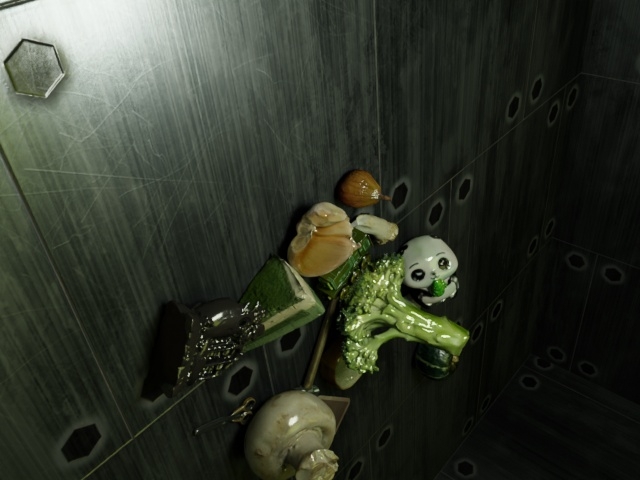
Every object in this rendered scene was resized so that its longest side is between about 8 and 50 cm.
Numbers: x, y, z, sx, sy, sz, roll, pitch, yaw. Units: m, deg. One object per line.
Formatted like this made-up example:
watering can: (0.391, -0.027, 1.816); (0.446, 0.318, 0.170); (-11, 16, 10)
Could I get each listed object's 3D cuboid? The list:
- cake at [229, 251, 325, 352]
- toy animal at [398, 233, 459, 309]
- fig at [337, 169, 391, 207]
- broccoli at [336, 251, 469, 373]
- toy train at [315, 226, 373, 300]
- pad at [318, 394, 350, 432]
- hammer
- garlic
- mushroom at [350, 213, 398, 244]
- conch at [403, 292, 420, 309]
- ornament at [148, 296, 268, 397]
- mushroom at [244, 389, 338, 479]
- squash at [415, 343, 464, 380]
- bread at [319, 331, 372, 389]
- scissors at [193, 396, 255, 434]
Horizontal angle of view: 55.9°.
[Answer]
cake: (-0.124, 0.206, 1.585); (0.283, 0.172, 0.158); (-53, 142, -13)
toy animal: (0.389, 0.113, 2.162); (0.212, 0.213, 0.266); (-53, 147, -17)
fig: (0.129, -0.136, 1.739); (0.119, 0.153, 0.119); (-61, 175, -9)
broccoli: (0.255, 0.207, 1.914); (0.275, 0.397, 0.352); (-44, 125, -71)
toy train: (0.071, 0.075, 1.814); (0.225, 0.090, 0.137); (-54, 152, -15)
pad: (0.016, 0.643, 2.176); (0.266, 0.002, 0.176); (27, 88, -55)
hammer: (-0.006, 0.346, 1.942); (0.111, 0.043, 0.365); (7, 103, -53)
garlic: (0.000, 0.000, 1.679); (0.228, 0.110, 0.217); (21, 105, -48)
mushroom: (0.164, -0.040, 1.902); (0.209, 0.084, 0.071); (18, 52, -49)
conch: (0.342, 0.245, 2.315); (0.176, 0.094, 0.104); (-65, 142, -51)
ornament: (-0.258, 0.249, 1.458); (0.260, 0.106, 0.251); (5, 112, -47)
mushroom: (-0.067, 0.609, 1.789); (0.298, 0.290, 0.297); (-21, 128, -29)
squash: (0.516, 0.480, 2.588); (0.252, 0.165, 0.252); (-27, 128, -42)
bread: (0.093, 0.401, 2.073); (0.236, 0.070, 0.236); (-30, 131, -41)
scissors: (-0.270, 0.509, 1.709); (0.220, 0.017, 0.088); (-7, 118, -50)
